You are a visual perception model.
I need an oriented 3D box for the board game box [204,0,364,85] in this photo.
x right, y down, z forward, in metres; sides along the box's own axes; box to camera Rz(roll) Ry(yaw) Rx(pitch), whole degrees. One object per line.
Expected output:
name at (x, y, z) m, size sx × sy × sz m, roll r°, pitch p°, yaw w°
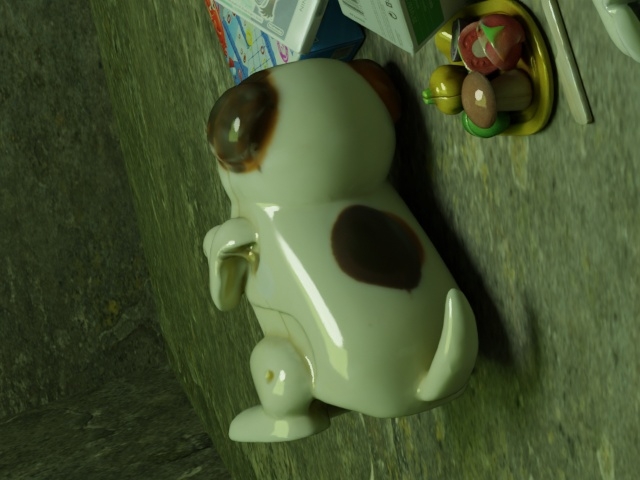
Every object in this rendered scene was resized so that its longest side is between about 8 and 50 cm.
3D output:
board game box at (-0.070, -0.325, 1.549) m, size 0.308 × 0.086 × 0.302 m, roll 129°, pitch 121°, yaw -70°

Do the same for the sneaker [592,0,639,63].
sneaker at (0.196, -0.254, 0.774) m, size 0.118 × 0.110 × 0.292 m, roll 154°, pitch 106°, yaw -81°

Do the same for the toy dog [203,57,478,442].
toy dog at (0.000, 0.000, 1.337) m, size 0.395 × 0.284 × 0.408 m, roll 161°, pitch 93°, yaw -73°

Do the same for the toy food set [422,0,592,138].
toy food set at (0.145, -0.149, 1.071) m, size 0.218 × 0.071 × 0.128 m, roll -171°, pitch 64°, yaw -71°

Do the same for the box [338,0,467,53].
box at (0.070, -0.249, 1.096) m, size 0.102 × 0.087 × 0.101 m, roll 36°, pitch 166°, yaw 31°

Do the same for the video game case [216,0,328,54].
video game case at (-0.057, -0.339, 1.365) m, size 0.201 × 0.023 × 0.183 m, roll 37°, pitch 118°, yaw 31°
